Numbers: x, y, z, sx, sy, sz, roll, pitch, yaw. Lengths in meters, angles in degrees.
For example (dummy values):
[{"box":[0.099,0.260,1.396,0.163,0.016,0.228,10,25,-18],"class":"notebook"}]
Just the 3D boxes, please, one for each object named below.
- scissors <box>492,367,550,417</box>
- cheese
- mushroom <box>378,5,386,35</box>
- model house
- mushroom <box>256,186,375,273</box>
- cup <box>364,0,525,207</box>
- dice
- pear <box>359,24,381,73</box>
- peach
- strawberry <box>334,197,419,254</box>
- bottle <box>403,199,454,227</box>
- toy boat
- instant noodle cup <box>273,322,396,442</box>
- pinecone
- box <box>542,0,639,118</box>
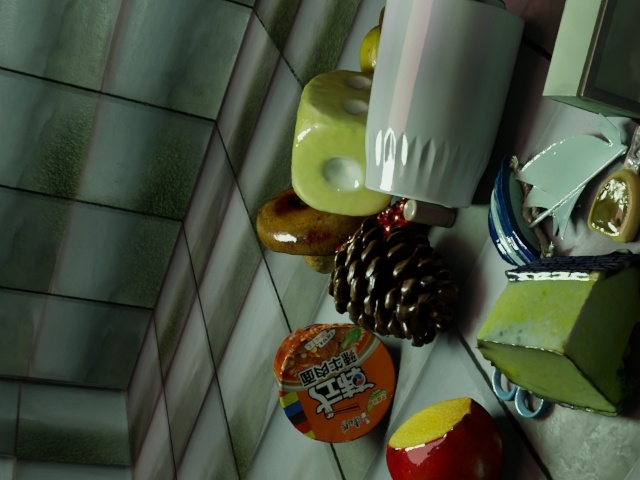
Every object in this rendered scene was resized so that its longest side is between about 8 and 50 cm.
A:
[{"box":[0.344,0.147,1.253,0.125,0.030,0.256,38,115,60],"class":"scissors"},{"box":[0.437,-0.081,1.136,0.086,0.036,0.163,41,118,62],"class":"cheese"},{"box":[0.248,-0.404,1.622,0.217,0.227,0.148,-22,20,23],"class":"mushroom"},{"box":[0.356,0.109,1.136,0.194,0.170,0.211,-5,49,59],"class":"model house"},{"box":[0.006,-0.028,1.877,0.267,0.254,0.267,-37,19,15],"class":"mushroom"},{"box":[0.210,-0.259,1.461,0.253,0.253,0.372,-153,74,-66],"class":"cup"},{"box":[0.064,-0.210,1.712,0.233,0.226,0.238,-78,-4,-49],"class":"dice"},{"box":[0.157,-0.406,1.779,0.149,0.148,0.162,-28,51,61],"class":"pear"},{"box":[0.201,0.341,1.298,0.190,0.190,0.192,-126,33,-59],"class":"peach"},{"box":[0.146,-0.005,1.668,0.236,0.190,0.111,-40,84,40],"class":"strawberry"},{"box":[0.213,-0.052,1.555,0.045,0.096,0.045,-170,90,-66],"class":"bottle"},{"box":[0.365,-0.064,1.259,0.291,0.070,0.210,-21,63,60],"class":"toy boat"},{"box":[0.011,0.285,1.703,0.192,0.250,0.250,-172,93,-74],"class":"instant noodle cup"},{"box":[0.139,0.078,1.511,0.272,0.224,0.224,23,101,44],"class":"pinecone"},{"box":[0.422,-0.301,1.150,0.086,0.129,0.225,25,103,65],"class":"box"}]
